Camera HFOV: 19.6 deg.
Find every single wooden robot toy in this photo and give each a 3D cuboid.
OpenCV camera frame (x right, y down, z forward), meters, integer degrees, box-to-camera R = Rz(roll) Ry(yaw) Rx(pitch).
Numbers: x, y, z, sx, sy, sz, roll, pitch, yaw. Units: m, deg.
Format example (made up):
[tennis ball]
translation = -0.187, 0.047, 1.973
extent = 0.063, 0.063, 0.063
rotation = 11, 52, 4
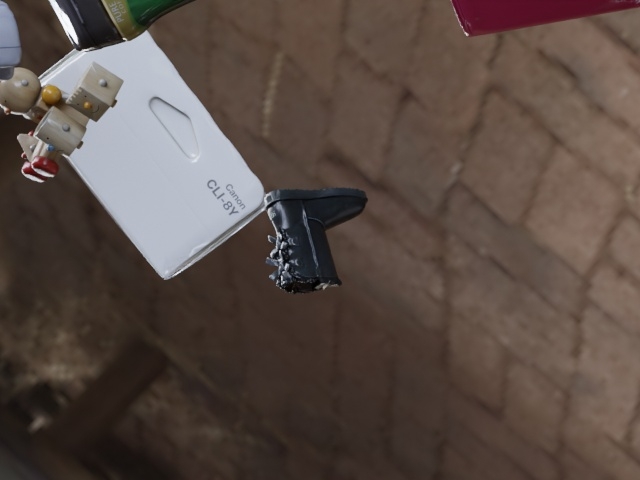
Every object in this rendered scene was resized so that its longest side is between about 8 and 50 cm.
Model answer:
[wooden robot toy]
translation = -0.217, -0.098, 1.404
extent = 0.079, 0.076, 0.173
rotation = 34, 159, -16

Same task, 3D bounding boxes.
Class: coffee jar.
[coffee jar]
translation = -0.088, -0.191, 1.154
extent = 0.079, 0.184, 0.096
rotation = -101, -13, -66

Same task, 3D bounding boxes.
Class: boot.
[boot]
translation = 0.001, 0.000, 1.822
extent = 0.045, 0.121, 0.099
rotation = -40, 58, 53

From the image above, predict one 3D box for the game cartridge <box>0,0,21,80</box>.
[game cartridge]
translation = -0.322, -0.139, 1.216
extent = 0.294, 0.196, 0.060
rotation = -150, 54, -65

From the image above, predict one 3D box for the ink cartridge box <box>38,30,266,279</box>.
[ink cartridge box]
translation = -0.214, -0.107, 2.253
extent = 0.279, 0.160, 0.385
rotation = 52, 175, -4

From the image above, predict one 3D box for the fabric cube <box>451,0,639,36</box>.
[fabric cube]
translation = 0.259, -0.413, 2.090
extent = 0.258, 0.259, 0.254
rotation = -7, 151, 14
